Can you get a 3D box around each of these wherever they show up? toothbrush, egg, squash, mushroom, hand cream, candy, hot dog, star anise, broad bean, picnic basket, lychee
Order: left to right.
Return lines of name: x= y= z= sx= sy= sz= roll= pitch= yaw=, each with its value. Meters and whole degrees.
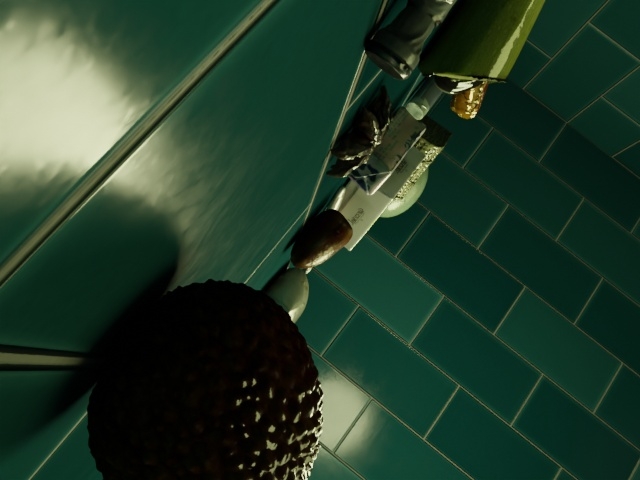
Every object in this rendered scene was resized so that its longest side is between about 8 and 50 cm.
lychee: x=-0.084 y=0.125 z=0.437 sx=0.194 sy=0.194 sz=0.194 roll=-51 pitch=177 yaw=-3
mushroom: x=-0.077 y=0.127 z=1.375 sx=0.118 sy=0.103 sz=0.270 roll=-53 pitch=-177 yaw=20
broad bean: x=0.000 y=0.000 z=1.119 sx=0.165 sy=0.084 sz=0.114 roll=-43 pitch=178 yaw=-34
toothbrush: x=0.005 y=-0.017 z=1.285 sx=0.025 sy=0.030 sz=0.307 roll=-20 pitch=152 yaw=-34
star anise: x=0.056 y=-0.133 z=0.723 sx=0.141 sy=0.042 sz=0.141 roll=-50 pitch=176 yaw=-5
candy: x=0.122 y=-0.170 z=1.030 sx=0.160 sy=0.073 sz=0.092 roll=-51 pitch=-178 yaw=-35
egg: x=0.228 y=-0.177 z=1.685 sx=0.236 sy=0.169 sz=0.169 roll=-49 pitch=177 yaw=1
picnic basket: x=0.231 y=-0.227 z=1.484 sx=0.196 sy=0.134 sz=0.154 roll=-53 pitch=180 yaw=35
hand cream: x=0.269 y=-0.366 z=1.195 sx=0.255 sy=0.048 sz=0.079 roll=-54 pitch=-177 yaw=-16
hot dog: x=0.319 y=-0.364 z=1.119 sx=0.269 sy=0.072 sz=0.115 roll=97 pitch=4 yaw=-47
squash: x=0.279 y=-0.341 z=0.808 sx=0.288 sy=0.137 sz=0.137 roll=-54 pitch=176 yaw=29

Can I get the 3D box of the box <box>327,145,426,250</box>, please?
box: x=0.127 y=-0.124 z=1.338 sx=0.194 sy=0.111 sz=0.260 roll=-52 pitch=180 yaw=41

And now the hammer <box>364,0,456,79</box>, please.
hammer: x=0.070 y=-0.184 z=0.263 sx=0.152 sy=0.044 sz=0.427 roll=-53 pitch=177 yaw=10

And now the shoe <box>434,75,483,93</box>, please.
shoe: x=0.290 y=-0.351 z=0.955 sx=0.137 sy=0.114 sz=0.291 roll=-56 pitch=178 yaw=-37
